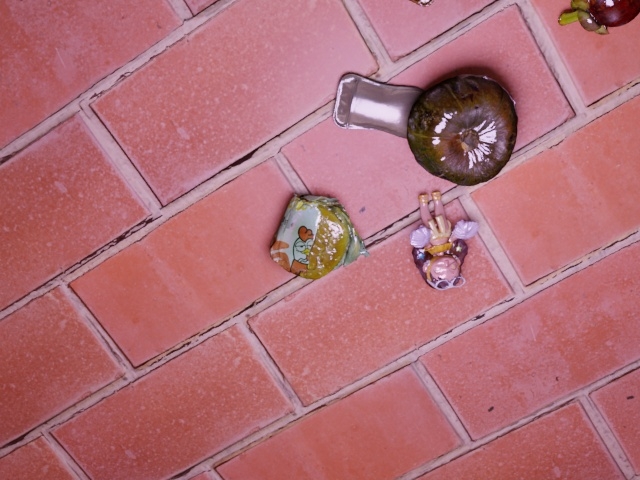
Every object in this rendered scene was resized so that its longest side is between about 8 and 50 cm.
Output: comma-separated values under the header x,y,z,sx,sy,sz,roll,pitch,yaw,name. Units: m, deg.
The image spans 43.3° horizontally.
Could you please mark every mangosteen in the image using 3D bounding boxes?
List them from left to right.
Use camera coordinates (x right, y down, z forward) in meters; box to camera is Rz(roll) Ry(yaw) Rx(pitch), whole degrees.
x,y,z,sx,sy,sz,roll,pitch,yaw,name
0.607,-0.514,1.736,0.181,0.146,0.156,-35,108,14,mangosteen

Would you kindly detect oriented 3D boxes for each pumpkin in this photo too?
x,y,z,sx,sy,sz,roll,pitch,yaw,name
0.322,-0.243,1.816,0.260,0.189,0.260,-2,112,-4,pumpkin

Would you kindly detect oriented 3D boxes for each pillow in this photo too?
x,y,z,sx,sy,sz,roll,pitch,yaw,name
0.143,-0.312,1.886,0.217,0.033,0.130,9,107,-3,pillow

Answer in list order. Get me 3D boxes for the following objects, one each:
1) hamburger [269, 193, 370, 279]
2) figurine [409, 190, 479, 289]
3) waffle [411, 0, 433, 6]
x,y,z,sx,sy,sz,roll,pitch,yaw,name
0.003,0.001,1.957,0.235,0.125,0.214,34,119,4,hamburger
0.287,0.004,1.955,0.174,0.116,0.240,-12,105,-13,figurine
0.134,-0.693,1.701,0.348,0.077,0.304,24,111,3,waffle
